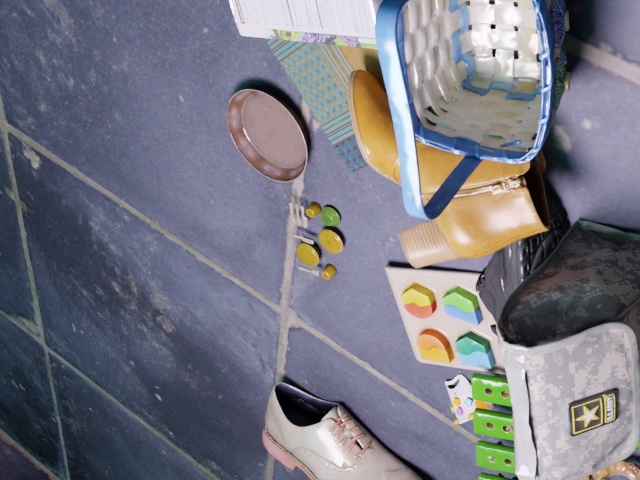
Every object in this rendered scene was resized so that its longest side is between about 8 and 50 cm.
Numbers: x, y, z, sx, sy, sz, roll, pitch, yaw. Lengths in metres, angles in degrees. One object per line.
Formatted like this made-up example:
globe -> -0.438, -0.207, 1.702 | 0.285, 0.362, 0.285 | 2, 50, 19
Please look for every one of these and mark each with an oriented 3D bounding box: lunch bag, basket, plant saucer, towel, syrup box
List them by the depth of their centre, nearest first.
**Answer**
basket -> 0.160, -0.196, 1.089 | 0.201, 0.289, 0.254 | 18, 135, 35
lunch bag -> 0.330, 0.149, 1.230 | 0.169, 0.287, 0.235 | 16, 132, 37
syrup box -> -0.002, -0.314, 1.253 | 0.237, 0.093, 0.096 | 13, 132, 37
towel -> 0.031, -0.285, 1.360 | 0.271, 0.040, 0.370 | -18, 110, 52
plant saucer -> -0.080, -0.173, 1.581 | 0.168, 0.029, 0.168 | 28, 140, 26

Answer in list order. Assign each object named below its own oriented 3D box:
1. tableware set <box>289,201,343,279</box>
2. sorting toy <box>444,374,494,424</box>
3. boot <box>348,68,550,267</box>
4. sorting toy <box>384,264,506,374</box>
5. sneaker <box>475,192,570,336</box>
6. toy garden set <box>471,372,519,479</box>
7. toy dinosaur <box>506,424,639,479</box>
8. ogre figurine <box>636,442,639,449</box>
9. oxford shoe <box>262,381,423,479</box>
tableware set -> 0.000, 0.000, 1.663 | 0.104, 0.024, 0.154 | 18, 133, 31
sorting toy -> 0.237, 0.264, 1.647 | 0.083, 0.045, 0.075 | -41, 71, 54
boot -> 0.170, -0.121, 1.273 | 0.211, 0.104, 0.295 | -23, 85, 30
sorting toy -> 0.201, 0.131, 1.556 | 0.208, 0.038, 0.193 | 7, 127, 43
sneaker -> 0.270, 0.049, 1.363 | 0.130, 0.109, 0.286 | 26, 135, 43
toy garden set -> 0.349, 0.319, 1.555 | 0.204, 0.049, 0.244 | 7, 121, 26
toy dinosaur -> 0.381, 0.343, 1.492 | 0.212, 0.064, 0.112 | 11, 105, 12
ogre figurine -> 0.412, 0.263, 1.404 | 0.118, 0.197, 0.096 | 109, 155, -63
oxford shoe -> 0.041, 0.407, 1.893 | 0.397, 0.140, 0.146 | 22, 129, 29
